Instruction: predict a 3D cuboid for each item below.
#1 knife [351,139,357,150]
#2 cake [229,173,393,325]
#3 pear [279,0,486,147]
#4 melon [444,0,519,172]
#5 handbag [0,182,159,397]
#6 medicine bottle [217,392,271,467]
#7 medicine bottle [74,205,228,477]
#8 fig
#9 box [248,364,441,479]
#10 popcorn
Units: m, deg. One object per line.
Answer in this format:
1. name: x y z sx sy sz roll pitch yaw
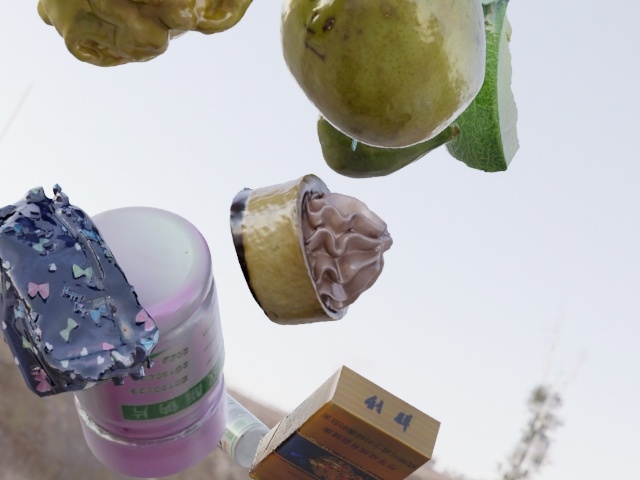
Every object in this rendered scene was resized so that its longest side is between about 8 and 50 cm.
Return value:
1. knife: 0.058 -0.181 2.134 0.005 0.091 0.014 18 16 31
2. cake: 0.000 0.000 1.786 0.178 0.208 0.185 -21 -7 17
3. pear: 0.091 -0.296 1.962 0.304 0.304 0.304 25 -13 6
4. melon: 0.293 -0.301 2.608 0.196 0.124 0.323 31 -45 49
5. handbag: -0.295 0.061 1.581 0.260 0.162 0.113 55 -41 23
6. medicine bottle: -0.166 0.328 2.495 0.086 0.086 0.183 39 -5 -42
7. medicine bottle: -0.231 0.136 1.820 0.212 0.212 0.325 22 -40 21
8. fig: 0.105 -0.196 2.427 0.233 0.167 0.167 -14 -6 -13
9. box: 0.027 0.270 1.800 0.152 0.070 0.237 31 -41 -11
10. popcorn: -0.260 -0.380 1.840 0.316 0.281 0.297 -15 -72 29
